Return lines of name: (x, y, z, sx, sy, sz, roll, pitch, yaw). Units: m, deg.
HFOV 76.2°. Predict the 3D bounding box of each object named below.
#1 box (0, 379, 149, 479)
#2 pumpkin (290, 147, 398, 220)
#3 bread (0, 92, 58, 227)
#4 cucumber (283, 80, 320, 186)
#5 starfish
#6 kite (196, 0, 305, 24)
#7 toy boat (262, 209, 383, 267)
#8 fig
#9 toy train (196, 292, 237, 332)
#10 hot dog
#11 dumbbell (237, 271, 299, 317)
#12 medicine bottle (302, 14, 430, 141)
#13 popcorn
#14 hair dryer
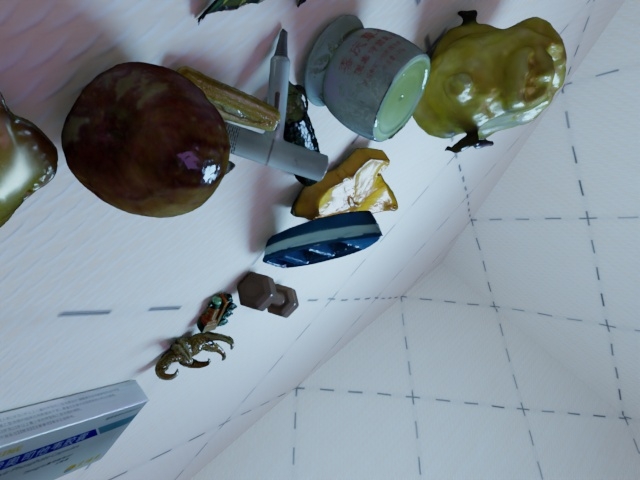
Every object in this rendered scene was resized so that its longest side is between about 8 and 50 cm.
box: (-0.506, 0.372, 0.735, 0.200, 0.065, 0.343, -50, 159, 10)
pumpkin: (0.062, -0.092, 0.935, 0.258, 0.095, 0.290, -39, 155, -5)
bread: (-0.334, -0.043, 0.300, 0.233, 0.088, 0.161, -42, 163, -19)
cucumber: (-0.030, -0.155, 0.689, 0.067, 0.067, 0.245, -43, 157, -9)
starfish: (-0.274, 0.254, 0.932, 0.146, 0.074, 0.190, -42, 159, 18)
kite: (0.017, -0.314, 0.415, 0.321, 0.016, 0.234, -32, -173, -13)
toy boat: (0.000, 0.000, 0.808, 0.299, 0.061, 0.096, -16, 153, 42)
fig: (-0.166, -0.084, 0.458, 0.231, 0.160, 0.143, 74, 18, -69)
toy train: (-0.231, 0.158, 0.909, 0.064, 0.044, 0.103, -5, 135, -45)
hot dog: (-0.113, -0.170, 0.500, 0.137, 0.028, 0.044, 12, 127, -37)
dumbbell: (-0.124, 0.139, 1.011, 0.092, 0.082, 0.231, -47, 159, -2)
medicine bottle: (0.068, -0.241, 0.612, 0.147, 0.143, 0.147, -44, 159, -21)
popcorn: (0.324, -0.326, 0.841, 0.297, 0.281, 0.316, -11, -169, 6)
hair dryer: (-0.042, -0.187, 0.557, 0.044, 0.155, 0.183, -112, -139, -66)
